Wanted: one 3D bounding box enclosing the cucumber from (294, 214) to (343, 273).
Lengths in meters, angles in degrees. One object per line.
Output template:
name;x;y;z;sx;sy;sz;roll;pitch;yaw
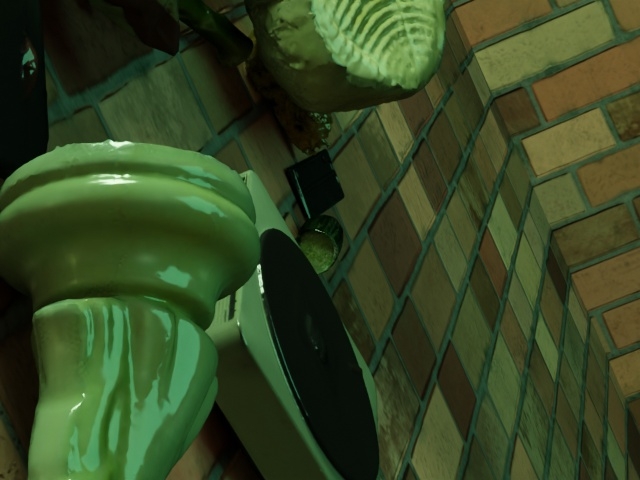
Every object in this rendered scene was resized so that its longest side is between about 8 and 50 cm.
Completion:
cucumber;0.000;0.000;1.909;0.105;0.048;0.048;-66;132;-74

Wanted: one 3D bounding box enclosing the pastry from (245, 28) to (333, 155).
pastry;-0.034;-0.163;2.015;0.140;0.056;0.080;57;25;-35

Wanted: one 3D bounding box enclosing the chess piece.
chess piece;-0.120;0.103;1.129;0.176;0.176;0.298;46;39;-57

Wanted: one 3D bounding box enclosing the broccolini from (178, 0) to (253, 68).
broccolini;-0.134;-0.205;1.712;0.079;0.074;0.392;28;-1;20

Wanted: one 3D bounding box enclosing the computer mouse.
computer mouse;-0.232;-0.184;1.229;0.168;0.087;0.295;-12;81;-79

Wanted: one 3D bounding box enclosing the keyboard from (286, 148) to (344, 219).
keyboard;-0.004;-0.064;2.066;0.198;0.010;0.063;-36;105;-76

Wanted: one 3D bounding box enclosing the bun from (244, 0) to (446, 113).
bun;0.009;-0.248;1.938;0.259;0.152;0.259;20;62;-43

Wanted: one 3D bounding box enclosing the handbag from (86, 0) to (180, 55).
handbag;-0.190;-0.274;1.431;0.213;0.127;0.235;27;39;-60

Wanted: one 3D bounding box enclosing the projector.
projector;-0.031;0.109;1.543;0.259;0.079;0.257;60;16;-28
